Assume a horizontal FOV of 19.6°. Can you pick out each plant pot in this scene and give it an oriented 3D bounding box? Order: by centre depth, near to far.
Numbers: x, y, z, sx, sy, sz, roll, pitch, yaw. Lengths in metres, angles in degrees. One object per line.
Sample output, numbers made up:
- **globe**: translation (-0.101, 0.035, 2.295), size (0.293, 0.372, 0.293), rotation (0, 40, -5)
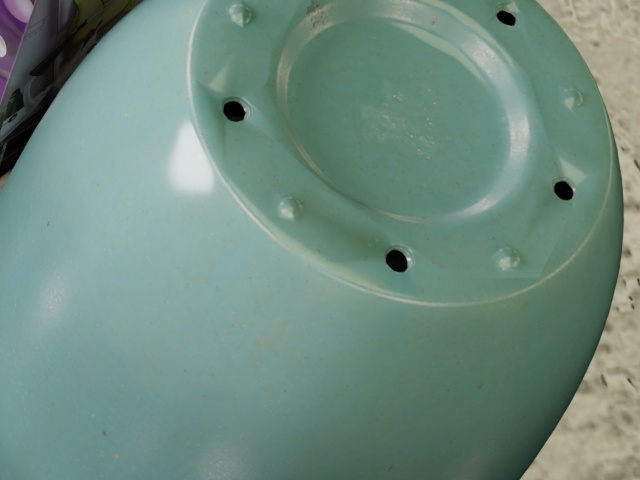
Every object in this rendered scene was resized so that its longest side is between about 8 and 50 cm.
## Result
- **plant pot**: translation (0.000, 0.000, 0.826), size (0.293, 0.235, 0.293), rotation (10, 58, -16)

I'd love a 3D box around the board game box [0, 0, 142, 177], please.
- **board game box**: translation (-0.069, -0.168, 0.830), size (0.056, 0.347, 0.208), rotation (41, 56, 4)
